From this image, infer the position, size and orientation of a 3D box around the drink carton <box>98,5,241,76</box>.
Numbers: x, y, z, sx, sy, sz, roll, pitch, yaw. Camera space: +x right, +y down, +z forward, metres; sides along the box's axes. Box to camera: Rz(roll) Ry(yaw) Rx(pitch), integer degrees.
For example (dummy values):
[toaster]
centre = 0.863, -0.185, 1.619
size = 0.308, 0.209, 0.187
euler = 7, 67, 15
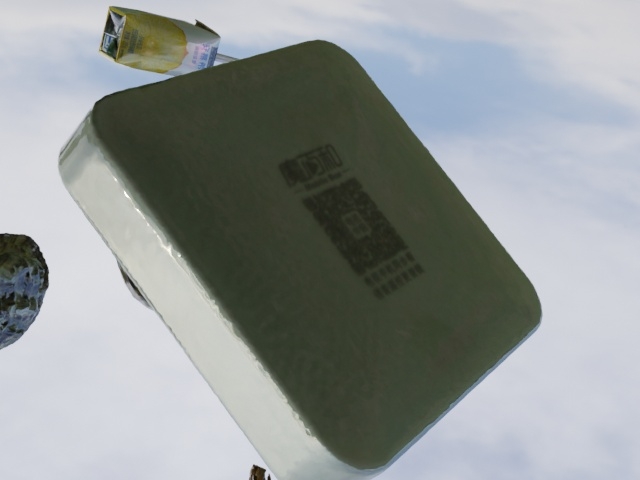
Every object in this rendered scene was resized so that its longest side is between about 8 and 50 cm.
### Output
[drink carton]
centre = -0.192, -0.261, 1.339
size = 0.200, 0.084, 0.074
euler = 5, -164, -39

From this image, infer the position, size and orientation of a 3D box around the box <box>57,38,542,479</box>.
[box]
centre = 0.000, 0.000, 0.882
size = 0.373, 0.090, 0.367
euler = 52, -141, 9

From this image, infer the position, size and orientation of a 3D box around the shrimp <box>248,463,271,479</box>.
[shrimp]
centre = -0.065, 0.460, 1.384
size = 0.063, 0.287, 0.152
euler = -11, 163, 25

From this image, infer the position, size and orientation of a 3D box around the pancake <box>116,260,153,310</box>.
[pancake]
centre = -0.211, 0.011, 1.674
size = 0.294, 0.295, 0.049
euler = -10, 170, -30

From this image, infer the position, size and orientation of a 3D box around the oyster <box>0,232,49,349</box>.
[oyster]
centre = -0.607, 0.137, 1.722
size = 0.162, 0.158, 0.351
euler = 32, -129, 1
